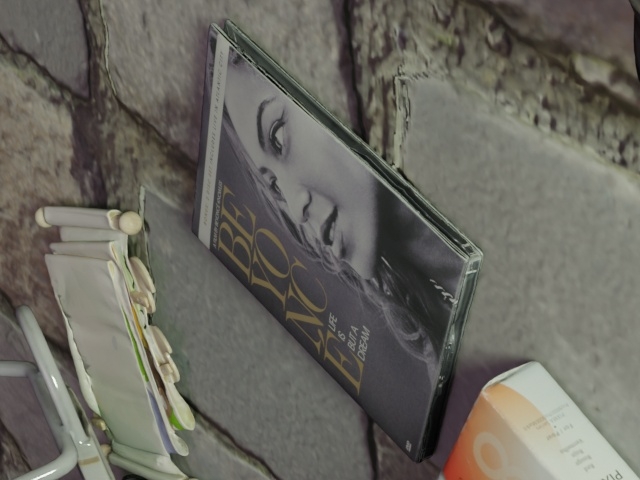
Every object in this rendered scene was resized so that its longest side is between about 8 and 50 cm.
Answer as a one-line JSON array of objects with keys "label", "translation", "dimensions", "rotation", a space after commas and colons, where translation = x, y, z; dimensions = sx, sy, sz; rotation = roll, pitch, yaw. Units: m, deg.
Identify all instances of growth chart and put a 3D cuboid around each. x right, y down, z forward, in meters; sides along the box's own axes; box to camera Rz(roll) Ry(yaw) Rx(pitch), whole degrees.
[{"label": "growth chart", "translation": [-0.144, 0.079, 1.279], "dimensions": [0.172, 0.021, 0.237], "rotation": [17, 125, 52]}]

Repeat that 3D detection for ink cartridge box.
[{"label": "ink cartridge box", "translation": [0.128, 0.170, 0.897], "dimensions": [0.179, 0.045, 0.145], "rotation": [53, 148, 25]}]

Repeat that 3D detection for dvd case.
[{"label": "dvd case", "translation": [0.000, 0.000, 1.000], "dimensions": [0.221, 0.018, 0.164], "rotation": [45, 145, 31]}]

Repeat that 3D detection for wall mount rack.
[{"label": "wall mount rack", "translation": [-0.220, 0.206, 1.360], "dimensions": [0.304, 0.130, 0.350], "rotation": [-138, 27, -64]}]

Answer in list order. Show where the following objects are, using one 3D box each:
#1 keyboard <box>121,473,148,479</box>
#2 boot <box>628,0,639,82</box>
[{"label": "keyboard", "translation": [-0.086, 0.215, 1.261], "dimensions": [0.100, 0.038, 0.192], "rotation": [58, 165, -22]}, {"label": "boot", "translation": [0.205, -0.092, 0.473], "dimensions": [0.338, 0.118, 0.223], "rotation": [19, 167, 41]}]
